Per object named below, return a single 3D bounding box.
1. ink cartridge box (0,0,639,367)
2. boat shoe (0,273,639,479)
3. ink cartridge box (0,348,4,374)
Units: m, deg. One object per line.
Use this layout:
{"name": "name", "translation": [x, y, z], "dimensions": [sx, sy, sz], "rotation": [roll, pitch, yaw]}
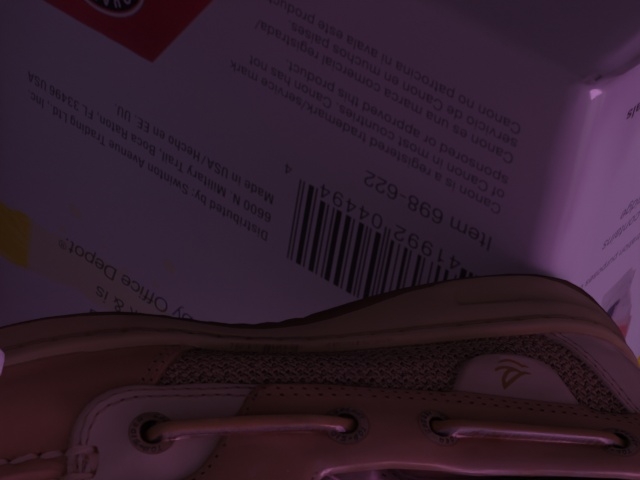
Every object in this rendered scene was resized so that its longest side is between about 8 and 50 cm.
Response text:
{"name": "ink cartridge box", "translation": [0.000, 0.000, 0.863], "dimensions": [0.160, 0.279, 0.385], "rotation": [-38, 149, -43]}
{"name": "boat shoe", "translation": [-0.035, 0.093, 0.623], "dimensions": [0.341, 0.110, 0.122], "rotation": [-13, 126, -17]}
{"name": "ink cartridge box", "translation": [-0.246, 0.022, 0.463], "dimensions": [0.273, 0.114, 0.197], "rotation": [42, 78, -35]}
